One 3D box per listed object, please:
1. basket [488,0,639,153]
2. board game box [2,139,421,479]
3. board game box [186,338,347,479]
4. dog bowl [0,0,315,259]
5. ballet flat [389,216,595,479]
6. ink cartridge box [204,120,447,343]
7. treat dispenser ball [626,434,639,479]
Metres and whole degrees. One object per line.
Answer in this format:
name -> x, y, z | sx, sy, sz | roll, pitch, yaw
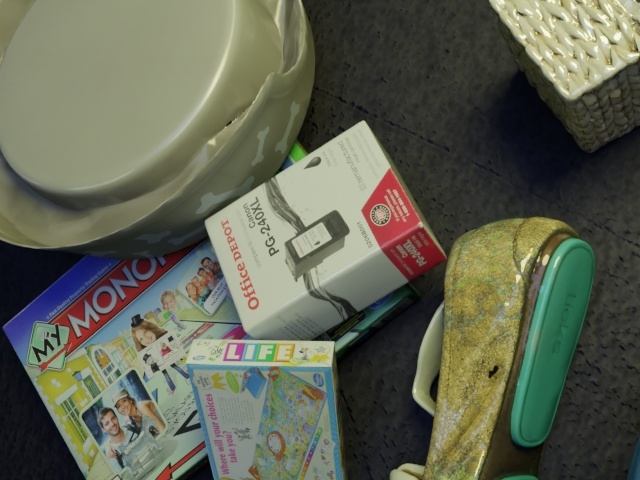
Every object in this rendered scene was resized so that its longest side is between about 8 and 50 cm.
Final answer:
basket -> 0.200, -0.142, 0.575 | 0.103, 0.167, 0.113 | -37, 70, 15
board game box -> -0.104, 0.063, 0.695 | 0.317, 0.046, 0.213 | -40, 71, 7
board game box -> -0.036, 0.139, 0.604 | 0.103, 0.154, 0.026 | 0, 36, 7
dog bowl -> -0.161, -0.142, 0.694 | 0.349, 0.102, 0.348 | -9, 67, 22
ballet flat -> 0.109, 0.151, 0.583 | 0.123, 0.123, 0.348 | 11, 84, 20
ink cartridge box -> 0.000, 0.000, 0.603 | 0.150, 0.063, 0.109 | -32, 56, 10
treat dispenser ball -> 0.307, 0.163, 0.411 | 0.288, 0.288, 0.288 | -4, 79, 18
